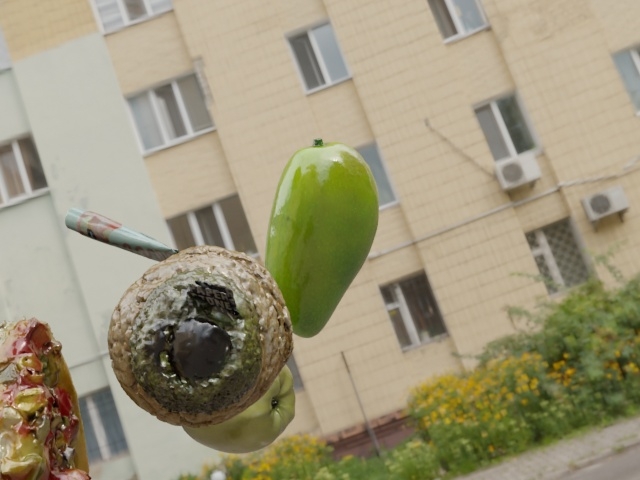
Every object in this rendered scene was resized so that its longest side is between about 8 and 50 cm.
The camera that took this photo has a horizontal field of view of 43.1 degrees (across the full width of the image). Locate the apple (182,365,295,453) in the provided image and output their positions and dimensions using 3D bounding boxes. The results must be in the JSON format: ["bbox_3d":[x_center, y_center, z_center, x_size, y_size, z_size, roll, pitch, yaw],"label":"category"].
[{"bbox_3d":[-0.136,0.246,1.286,0.200,0.200,0.200,-19,-10,-4],"label":"apple"}]

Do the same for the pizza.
[{"bbox_3d":[-0.356,0.340,1.008,0.130,0.440,0.406,-8,12,-2],"label":"pizza"}]

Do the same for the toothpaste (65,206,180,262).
[{"bbox_3d":[-0.260,-0.002,1.094,0.205,0.036,0.056,19,-21,27],"label":"toothpaste"}]

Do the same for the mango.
[{"bbox_3d":[0.000,0.000,1.398,0.192,0.343,0.156,10,5,-25],"label":"mango"}]

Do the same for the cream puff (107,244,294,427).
[{"bbox_3d":[-0.113,0.086,0.754,0.183,0.183,0.169,-18,-6,-6],"label":"cream puff"}]
